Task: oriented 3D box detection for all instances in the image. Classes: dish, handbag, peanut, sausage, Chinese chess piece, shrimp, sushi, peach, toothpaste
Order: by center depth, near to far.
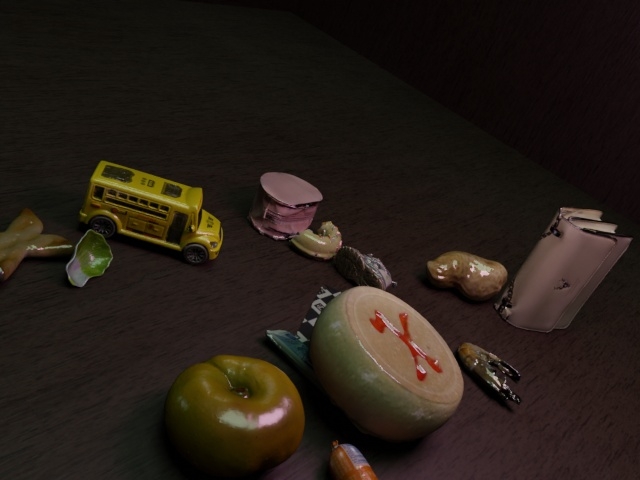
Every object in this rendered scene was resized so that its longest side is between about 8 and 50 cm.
[{"bbox_3d":[0.077,0.444,1.200,0.071,0.071,0.234,2,36,-34],"label":"sausage"},{"bbox_3d":[-0.152,0.301,1.201,0.251,0.153,0.251,11,16,-3],"label":"peach"},{"bbox_3d":[0.135,0.249,1.418,0.338,0.140,0.338,33,25,-18],"label":"Chinese chess piece"},{"bbox_3d":[-0.011,0.272,1.452,0.069,0.047,0.268,-28,52,-36],"label":"toothpaste"},{"bbox_3d":[-0.503,0.044,1.458,0.039,0.091,0.137,-9,35,29],"label":"dish"},{"bbox_3d":[0.092,0.205,1.634,0.264,0.050,0.290,27,28,5],"label":"sushi"},{"bbox_3d":[0.433,0.324,1.695,0.150,0.051,0.217,9,28,-40],"label":"shrimp"},{"bbox_3d":[-0.100,-0.096,1.926,0.179,0.116,0.205,42,33,28],"label":"handbag"},{"bbox_3d":[0.679,0.086,1.953,0.237,0.358,0.160,5,35,-30],"label":"handbag"},{"bbox_3d":[0.420,0.100,1.983,0.253,0.122,0.137,17,39,-8],"label":"peanut"}]

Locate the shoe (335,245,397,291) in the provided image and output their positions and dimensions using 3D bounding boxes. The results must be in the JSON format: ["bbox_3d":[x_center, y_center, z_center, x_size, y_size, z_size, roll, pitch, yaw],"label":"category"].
[{"bbox_3d":[0.125,0.076,1.834,0.092,0.089,0.180,-14,49,-47],"label":"shoe"}]

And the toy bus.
[{"bbox_3d":[-0.385,-0.069,1.630,0.331,0.152,0.144,17,28,-13],"label":"toy bus"}]

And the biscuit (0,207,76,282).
[{"bbox_3d":[-0.633,0.010,1.419,0.164,0.047,0.208,36,30,14],"label":"biscuit"}]

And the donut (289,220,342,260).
[{"bbox_3d":[0.005,0.002,1.891,0.108,0.065,0.166,39,32,24],"label":"donut"}]
